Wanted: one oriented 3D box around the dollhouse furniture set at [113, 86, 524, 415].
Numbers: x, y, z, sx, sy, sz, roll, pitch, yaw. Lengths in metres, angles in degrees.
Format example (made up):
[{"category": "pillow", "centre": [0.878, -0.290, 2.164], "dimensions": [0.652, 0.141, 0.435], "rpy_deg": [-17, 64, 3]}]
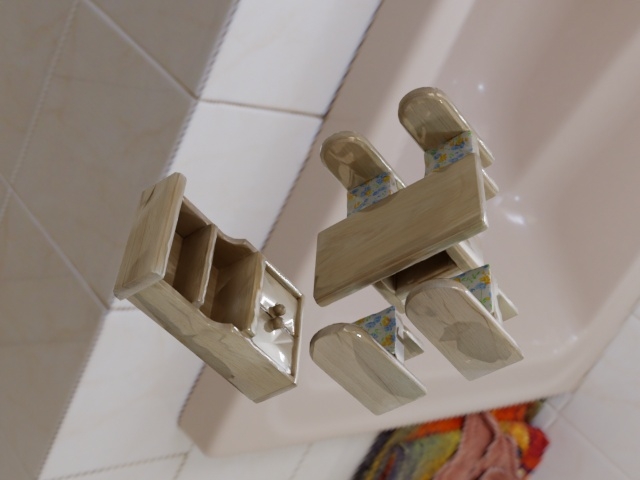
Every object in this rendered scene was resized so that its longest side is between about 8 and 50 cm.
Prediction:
[{"category": "dollhouse furniture set", "centre": [0.000, 0.000, 0.690], "dimensions": [0.242, 0.212, 0.161], "rpy_deg": [-27, 126, 26]}]
